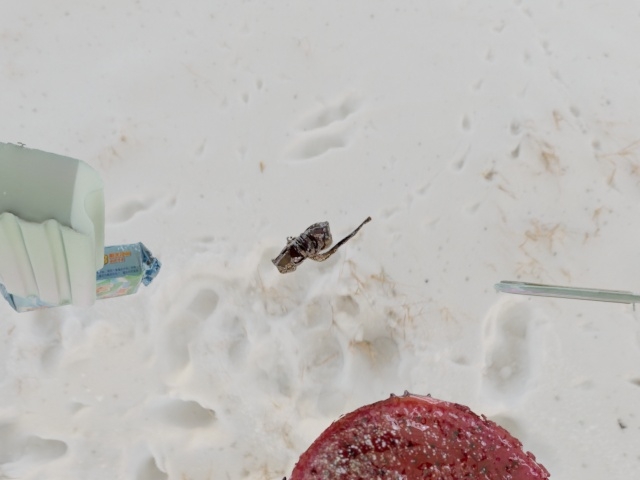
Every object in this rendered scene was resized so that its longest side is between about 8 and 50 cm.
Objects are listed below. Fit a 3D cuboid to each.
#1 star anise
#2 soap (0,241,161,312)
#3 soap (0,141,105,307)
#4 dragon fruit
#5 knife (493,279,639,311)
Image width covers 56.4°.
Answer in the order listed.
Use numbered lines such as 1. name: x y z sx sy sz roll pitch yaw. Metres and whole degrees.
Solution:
1. star anise: 0.000 0.000 1.042 0.191 0.097 0.070 -32 95 11
2. soap: -0.466 0.071 1.168 0.293 0.156 0.077 -8 72 -30
3. soap: -0.380 -0.009 0.791 0.173 0.289 0.095 12 63 -14
4. dragon fruit: 0.045 0.173 0.306 0.153 0.111 0.153 2 46 -3
5. knife: 0.392 0.076 0.758 0.343 0.061 0.027 4 90 27
